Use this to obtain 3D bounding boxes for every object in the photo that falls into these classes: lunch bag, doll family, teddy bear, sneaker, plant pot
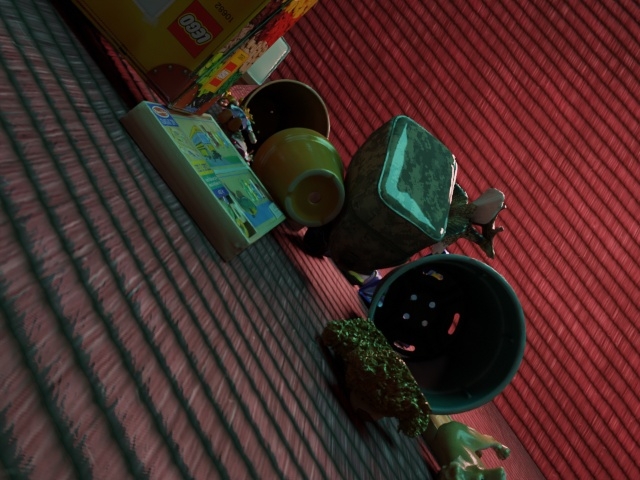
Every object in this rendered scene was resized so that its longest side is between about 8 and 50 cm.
[{"bbox_3d":[0.294,0.146,2.004,0.221,0.293,0.138,44,14,-52],"label":"lunch bag"},{"bbox_3d":[-0.211,-0.302,1.616,0.263,0.118,0.163,53,8,-9],"label":"doll family"},{"bbox_3d":[0.138,0.099,2.105,0.065,0.067,0.098,50,8,-26],"label":"lunch bag"},{"bbox_3d":[0.093,0.240,1.256,0.245,0.113,0.338,58,-1,-22],"label":"teddy bear"},{"bbox_3d":[0.072,0.017,1.971,0.235,0.097,0.084,52,8,-15],"label":"sneaker"},{"bbox_3d":[0.255,0.186,1.633,0.341,0.341,0.334,53,1,-5],"label":"plant pot"},{"bbox_3d":[0.144,-0.095,1.587,0.212,0.256,0.305,35,48,-22],"label":"lunch bag"},{"bbox_3d":[0.000,0.000,1.753,0.081,0.090,0.232,55,-13,16],"label":"sneaker"},{"bbox_3d":[-0.132,-0.311,1.863,0.237,0.237,0.254,50,-6,-25],"label":"plant pot"},{"bbox_3d":[-0.034,-0.120,1.516,0.205,0.205,0.188,50,4,-27],"label":"plant pot"}]

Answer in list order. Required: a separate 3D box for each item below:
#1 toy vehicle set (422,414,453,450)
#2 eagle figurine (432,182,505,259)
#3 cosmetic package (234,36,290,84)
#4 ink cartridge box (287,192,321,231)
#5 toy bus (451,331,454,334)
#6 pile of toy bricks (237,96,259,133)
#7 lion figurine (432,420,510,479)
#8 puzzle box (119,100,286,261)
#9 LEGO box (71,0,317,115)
[{"bbox_3d":[0.295,0.464,1.622,0.166,0.035,0.267,56,9,16],"label":"toy vehicle set"},{"bbox_3d":[0.285,-0.040,1.718,0.298,0.225,0.226,12,4,-7],"label":"eagle figurine"},{"bbox_3d":[-0.232,-0.466,1.692,0.296,0.129,0.153,14,-27,52],"label":"cosmetic package"},{"bbox_3d":[-0.027,-0.127,1.799,0.093,0.160,0.219,51,10,-16],"label":"ink cartridge box"},{"bbox_3d":[0.381,0.360,1.934,0.149,0.220,0.211,51,15,-3],"label":"toy bus"},{"bbox_3d":[-0.165,-0.322,2.077,0.212,0.118,0.105,59,36,-35],"label":"pile of toy bricks"},{"bbox_3d":[0.283,0.442,1.343,0.240,0.142,0.392,39,3,-10],"label":"lion figurine"},{"bbox_3d":[-0.185,-0.114,1.250,0.272,0.052,0.409,53,9,-4],"label":"puzzle box"},{"bbox_3d":[-0.265,-0.525,1.188,0.500,0.372,0.193,48,9,0],"label":"LEGO box"}]
